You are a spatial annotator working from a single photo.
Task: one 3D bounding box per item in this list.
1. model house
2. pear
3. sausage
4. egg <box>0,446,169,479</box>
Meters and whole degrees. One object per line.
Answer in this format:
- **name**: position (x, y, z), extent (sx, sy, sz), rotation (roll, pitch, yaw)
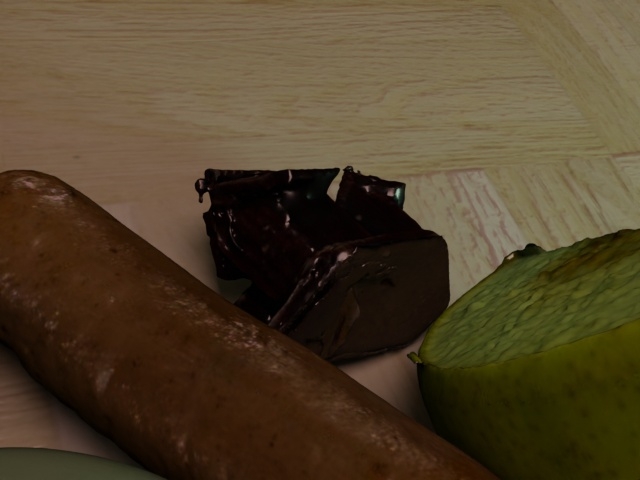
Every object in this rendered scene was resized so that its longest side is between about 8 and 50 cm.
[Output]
- **model house**: position (0.001, 0.008, 0.674), extent (0.203, 0.141, 0.164), rotation (1, 28, -44)
- **pear**: position (0.237, 0.150, 0.529), extent (0.238, 0.342, 0.318), rotation (-35, 94, -24)
- **sausage**: position (-0.066, 0.100, 0.515), extent (0.500, 0.136, 0.123), rotation (31, 46, 24)
- **egg**: position (-0.132, 0.207, 0.385), extent (0.282, 0.203, 0.203), rotation (17, 48, -2)
